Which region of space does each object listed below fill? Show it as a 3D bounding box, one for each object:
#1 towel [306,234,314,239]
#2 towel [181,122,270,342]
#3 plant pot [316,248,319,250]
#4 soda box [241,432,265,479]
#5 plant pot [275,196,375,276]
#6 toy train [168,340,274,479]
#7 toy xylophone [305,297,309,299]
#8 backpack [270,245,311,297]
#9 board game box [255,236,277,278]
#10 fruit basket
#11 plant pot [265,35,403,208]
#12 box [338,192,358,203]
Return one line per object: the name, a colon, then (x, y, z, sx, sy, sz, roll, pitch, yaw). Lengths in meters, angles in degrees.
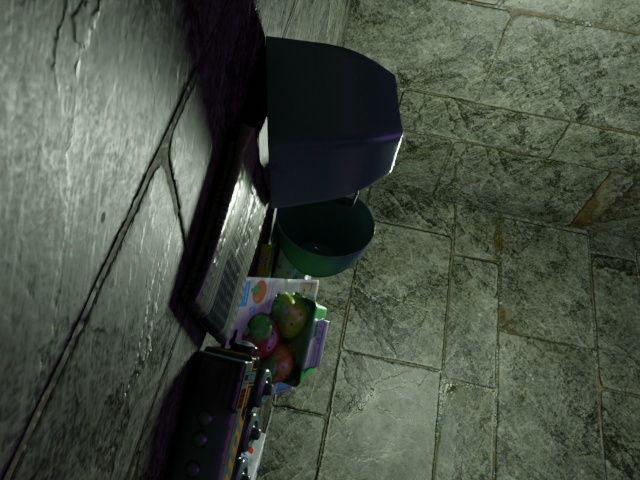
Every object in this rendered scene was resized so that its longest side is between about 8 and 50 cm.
towel: (-0.044, -0.049, 2.087, 0.336, 0.040, 0.243, 95, -10, -67)
towel: (-0.164, -0.003, 1.053, 0.312, 0.056, 0.324, 88, 16, -70)
plant pot: (-0.049, -0.031, 2.431, 0.165, 0.166, 0.234, 97, -3, -65)
soda box: (-0.258, 0.760, 1.947, 0.286, 0.098, 0.091, -76, 177, -62)
plant pot: (0.000, 0.000, 1.779, 0.195, 0.290, 0.290, 105, -1, -47)
toy train: (-0.192, 0.349, 1.099, 0.190, 0.142, 0.334, 45, 58, -73)
toy xylophone: (-0.128, 0.262, 1.905, 0.236, 0.081, 0.322, -46, 160, -34)
backpack: (-0.101, 0.111, 1.995, 0.166, 0.144, 0.188, 88, 5, -66)
board game box: (-0.166, 0.116, 1.681, 0.124, 0.039, 0.259, 48, 56, -88)
fruit basket: (-0.119, 0.255, 1.503, 0.353, 0.165, 0.327, 9, 93, -65)
plant pot: (0.023, -0.226, 1.160, 0.247, 0.252, 0.247, 95, -8, -66)
box: (-0.011, -0.153, 1.620, 0.183, 0.233, 0.059, 38, 70, -87)
